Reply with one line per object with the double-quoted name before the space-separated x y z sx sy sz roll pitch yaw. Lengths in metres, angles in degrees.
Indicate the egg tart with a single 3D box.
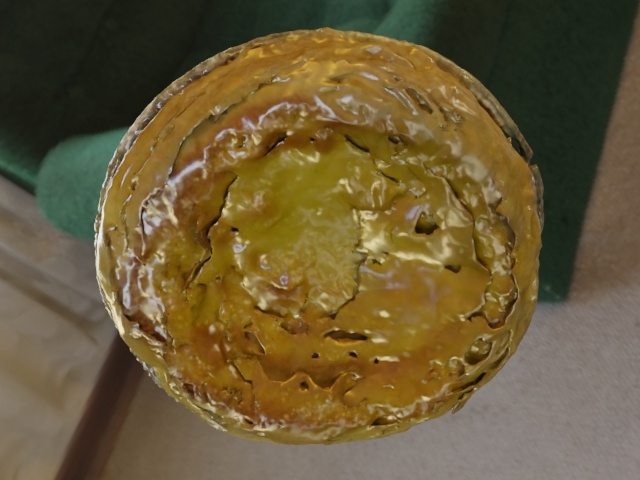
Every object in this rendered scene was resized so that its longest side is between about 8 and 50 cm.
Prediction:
"egg tart" 0.000 0.000 0.553 0.234 0.234 0.094 -42 21 14
